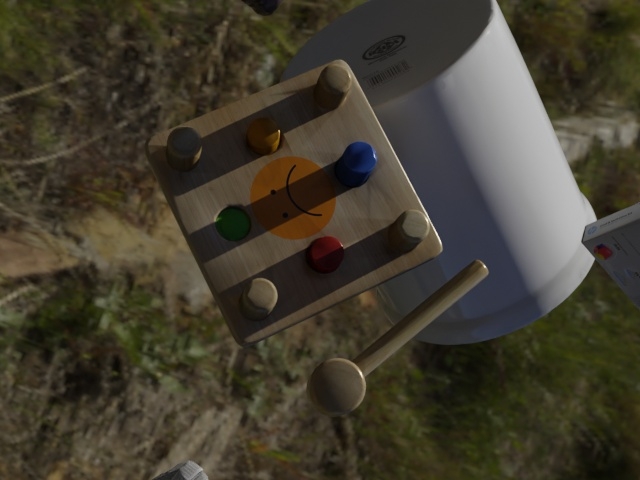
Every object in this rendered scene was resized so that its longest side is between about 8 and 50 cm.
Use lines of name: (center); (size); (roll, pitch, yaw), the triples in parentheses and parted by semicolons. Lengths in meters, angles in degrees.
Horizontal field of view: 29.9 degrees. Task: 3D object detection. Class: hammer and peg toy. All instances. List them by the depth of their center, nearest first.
hammer and peg toy: (0.000, 0.000, 1.307); (0.266, 0.361, 0.127); (-26, 171, -14)

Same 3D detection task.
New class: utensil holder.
utensil holder: (0.159, -0.108, 1.610); (0.327, 0.328, 0.385); (-51, 127, -31)

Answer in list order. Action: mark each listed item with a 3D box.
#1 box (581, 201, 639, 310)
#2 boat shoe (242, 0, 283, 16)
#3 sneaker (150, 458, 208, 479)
box: (0.438, 0.008, 1.460); (0.145, 0.186, 0.038); (46, 41, -19)
boat shoe: (-0.033, -0.395, 1.429); (0.096, 0.117, 0.324); (49, 45, -27)
sneaker: (-0.083, 0.248, 0.840); (0.115, 0.105, 0.281); (-43, 153, -19)
